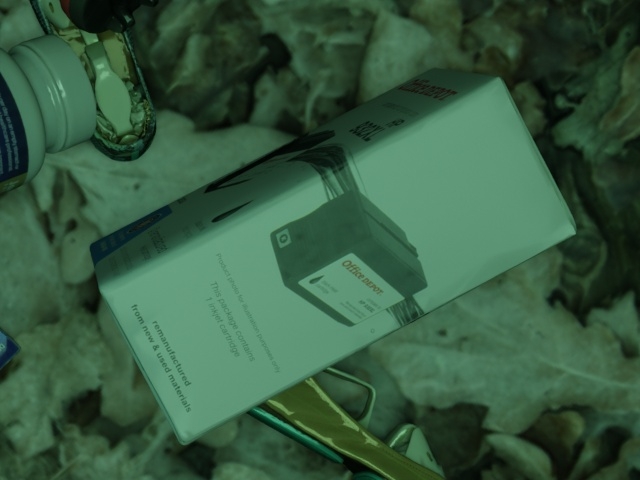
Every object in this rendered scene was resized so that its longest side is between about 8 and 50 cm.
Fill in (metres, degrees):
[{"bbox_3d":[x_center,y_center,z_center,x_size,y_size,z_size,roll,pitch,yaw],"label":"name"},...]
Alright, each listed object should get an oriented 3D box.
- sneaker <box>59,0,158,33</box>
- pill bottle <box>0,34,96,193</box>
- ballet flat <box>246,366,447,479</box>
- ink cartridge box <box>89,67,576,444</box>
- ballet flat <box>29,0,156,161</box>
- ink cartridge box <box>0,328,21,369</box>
[{"bbox_3d":[-0.108,-0.274,1.400,0.276,0.097,0.135,-42,73,-17],"label":"sneaker"},{"bbox_3d":[-0.259,-0.079,1.380,0.187,0.112,0.112,-24,101,-29],"label":"pill bottle"},{"bbox_3d":[0.038,0.155,1.496,0.232,0.080,0.073,37,76,-13],"label":"ballet flat"},{"bbox_3d":[0.000,0.000,1.393,0.307,0.223,0.129,-28,100,-4],"label":"ink cartridge box"},{"bbox_3d":[-0.167,-0.148,1.430,0.070,0.070,0.188,-25,100,-4],"label":"ballet flat"},{"bbox_3d":[-0.393,0.026,1.421,0.333,0.065,0.165,44,89,-12],"label":"ink cartridge box"}]
